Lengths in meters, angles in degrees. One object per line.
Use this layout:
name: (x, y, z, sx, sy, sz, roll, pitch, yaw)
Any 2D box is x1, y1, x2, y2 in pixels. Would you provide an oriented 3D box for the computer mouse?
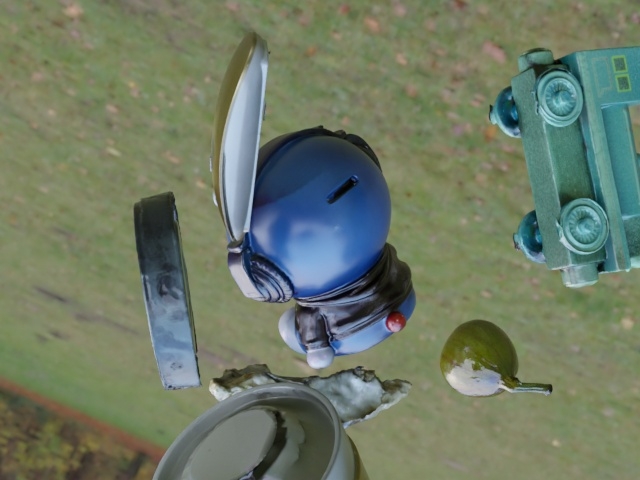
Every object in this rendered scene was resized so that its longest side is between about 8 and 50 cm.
computer mouse: (-0.080, -0.098, 1.144, 0.045, 0.199, 0.102, 5, -155, -8)

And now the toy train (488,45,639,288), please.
toy train: (0.330, -0.096, 1.501, 0.194, 0.298, 0.120, -9, 178, -25)

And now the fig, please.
fig: (0.303, 0.237, 2.223, 0.148, 0.142, 0.186, 36, -166, -29)

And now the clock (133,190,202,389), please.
clock: (-0.172, 0.058, 1.373, 0.049, 0.226, 0.226, -9, 167, -6)

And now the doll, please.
doll: (0.000, 0.000, 1.672, 0.240, 0.284, 0.310, -6, 120, 53)

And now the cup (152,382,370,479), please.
cup: (-0.004, 0.261, 1.073, 0.241, 0.185, 0.226, -2, 131, 34)

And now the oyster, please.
oyster: (-0.020, 0.239, 1.798, 0.166, 0.110, 0.341, -2, 178, 39)
